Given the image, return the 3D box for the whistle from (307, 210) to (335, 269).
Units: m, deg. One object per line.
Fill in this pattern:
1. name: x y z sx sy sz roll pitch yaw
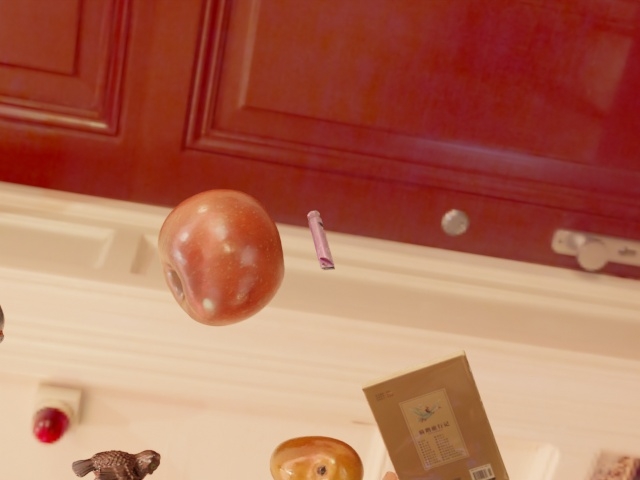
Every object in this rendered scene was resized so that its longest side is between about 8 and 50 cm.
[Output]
1. whistle: 0.000 0.000 1.978 0.033 0.033 0.176 107 156 -46

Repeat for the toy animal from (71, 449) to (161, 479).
1. toy animal: -0.460 0.515 1.957 0.116 0.179 0.218 63 165 -13

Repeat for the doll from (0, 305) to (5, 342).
1. doll: -0.566 0.113 1.361 0.142 0.076 0.245 54 174 6

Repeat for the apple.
1. apple: -0.252 0.043 2.187 0.348 0.277 0.348 46 151 35

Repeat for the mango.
1. mango: -0.021 0.493 1.860 0.254 0.175 0.139 -9 65 51

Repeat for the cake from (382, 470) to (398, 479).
1. cake: 0.144 0.684 2.208 0.090 0.225 0.109 36 123 30

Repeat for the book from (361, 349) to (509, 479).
1. book: 0.234 0.388 1.719 0.021 0.217 0.310 -92 -19 -72
